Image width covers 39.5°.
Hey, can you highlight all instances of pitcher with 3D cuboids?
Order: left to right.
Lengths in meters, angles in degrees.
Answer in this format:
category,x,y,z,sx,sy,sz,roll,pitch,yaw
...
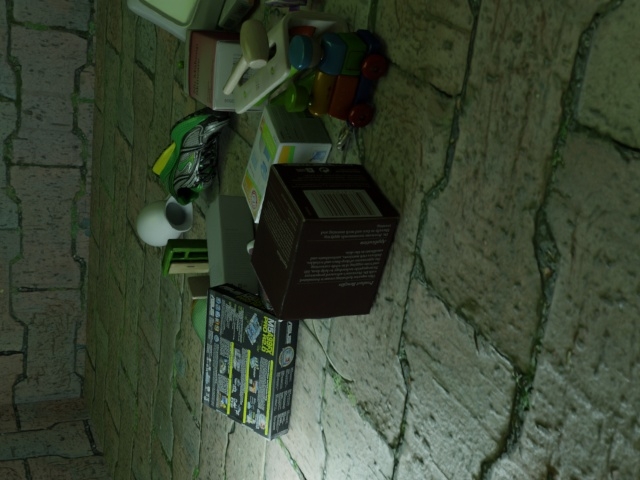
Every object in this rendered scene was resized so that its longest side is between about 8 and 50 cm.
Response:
category,x,y,z,sx,sy,sz,roll,pitch,yaw
pitcher,-0.425,-0.081,2.483,0.207,0.125,0.178,-25,48,53

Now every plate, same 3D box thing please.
category,x,y,z,sx,sy,sz,roll,pitch,yaw
plate,-0.327,-0.609,2.040,0.278,0.045,0.277,34,116,24

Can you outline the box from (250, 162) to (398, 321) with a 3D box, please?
category,x,y,z,sx,sy,sz,roll,pitch,yaw
box,0.000,0.000,1.462,0.167,0.168,0.203,-121,38,-47

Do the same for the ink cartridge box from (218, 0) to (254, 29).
category,x,y,z,sx,sy,sz,roll,pitch,yaw
ink cartridge box,-0.174,-0.578,1.987,0.145,0.045,0.179,-23,52,65

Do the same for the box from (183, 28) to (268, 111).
category,x,y,z,sx,sy,sz,roll,pitch,yaw
box,-0.207,-0.373,1.943,0.232,0.126,0.149,-144,55,-60

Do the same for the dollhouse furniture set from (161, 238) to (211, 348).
category,x,y,z,sx,sy,sz,roll,pitch,yaw
dollhouse furniture set,-0.307,0.165,2.173,0.302,0.151,0.198,113,146,-44

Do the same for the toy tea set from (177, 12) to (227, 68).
category,x,y,z,sx,sy,sz,roll,pitch,yaw
toy tea set,-0.307,-0.563,2.153,0.200,0.124,0.336,-168,78,-65

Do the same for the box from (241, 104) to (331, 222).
category,x,y,z,sx,sy,sz,roll,pitch,yaw
box,-0.068,-0.140,1.682,0.203,0.103,0.114,112,147,-42

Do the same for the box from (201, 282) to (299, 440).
category,x,y,z,sx,sy,sz,roll,pitch,yaw
box,-0.150,0.248,1.848,0.216,0.060,0.270,18,111,38

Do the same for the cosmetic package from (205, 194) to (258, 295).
category,x,y,z,sx,sy,sz,roll,pitch,yaw
cosmetic package,-0.200,0.025,2.002,0.117,0.085,0.231,140,129,-61

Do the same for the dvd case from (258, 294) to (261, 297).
category,x,y,z,sx,sy,sz,roll,pitch,yaw
dvd case,-0.134,0.190,1.962,0.087,0.013,0.120,130,134,-56

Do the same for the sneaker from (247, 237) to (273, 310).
category,x,y,z,sx,sy,sz,roll,pitch,yaw
sneaker,-0.064,0.054,1.713,0.281,0.106,0.163,141,119,-73

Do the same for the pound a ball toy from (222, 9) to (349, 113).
category,x,y,z,sx,sy,sz,roll,pitch,yaw
pound a ball toy,-0.087,-0.327,1.586,0.319,0.208,0.136,160,106,-65

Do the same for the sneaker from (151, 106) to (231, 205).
category,x,y,z,sx,sy,sz,roll,pitch,yaw
sneaker,-0.291,-0.212,2.183,0.146,0.134,0.343,55,143,10

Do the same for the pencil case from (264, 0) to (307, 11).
category,x,y,z,sx,sy,sz,roll,pitch,yaw
pencil case,-0.059,-0.522,1.610,0.088,0.086,0.206,-46,-38,-75

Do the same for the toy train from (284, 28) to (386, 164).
category,x,y,z,sx,sy,sz,roll,pitch,yaw
toy train,0.004,-0.225,1.467,0.105,0.143,0.248,-120,37,-47
